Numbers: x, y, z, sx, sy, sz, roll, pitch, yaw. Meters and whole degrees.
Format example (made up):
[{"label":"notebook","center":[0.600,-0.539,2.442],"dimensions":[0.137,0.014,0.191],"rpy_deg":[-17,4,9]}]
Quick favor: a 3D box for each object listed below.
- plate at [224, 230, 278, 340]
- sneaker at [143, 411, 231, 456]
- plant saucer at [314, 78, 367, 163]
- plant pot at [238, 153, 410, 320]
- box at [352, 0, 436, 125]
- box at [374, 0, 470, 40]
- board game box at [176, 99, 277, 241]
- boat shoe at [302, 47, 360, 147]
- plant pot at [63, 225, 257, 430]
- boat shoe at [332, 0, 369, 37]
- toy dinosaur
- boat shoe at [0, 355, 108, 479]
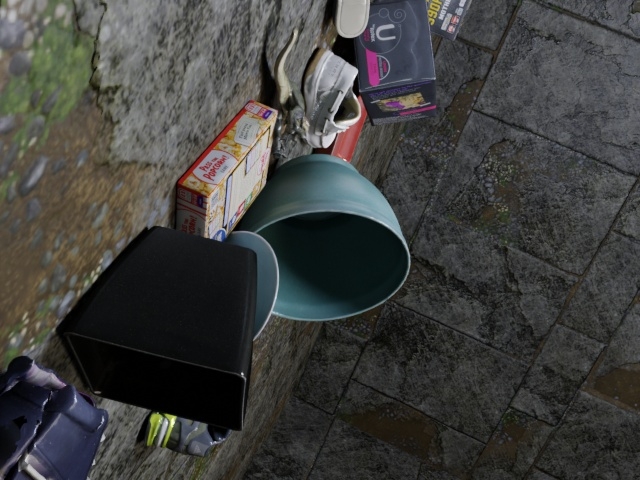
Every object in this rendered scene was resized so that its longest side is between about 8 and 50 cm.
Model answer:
[{"label":"plate","center":[-0.126,0.077,0.952],"dimensions":[0.024,0.188,0.188],"rpy_deg":[33,80,-47]},{"label":"sneaker","center":[-0.210,0.313,1.282],"dimensions":[0.111,0.121,0.300],"rpy_deg":[-68,172,18]},{"label":"plant saucer","center":[0.043,-0.237,1.573],"dimensions":[0.259,0.048,0.258],"rpy_deg":[-56,168,-54]},{"label":"plant pot","center":[-0.004,-0.023,1.201],"dimensions":[0.293,0.293,0.196],"rpy_deg":[106,-15,-48]},{"label":"box","center":[0.146,-0.339,1.357],"dimensions":[0.270,0.144,0.165],"rpy_deg":[30,54,-80]},{"label":"box","center":[0.230,-0.541,1.389],"dimensions":[0.056,0.183,0.231],"rpy_deg":[-51,164,-66]},{"label":"board game box","center":[-0.126,-0.075,0.938],"dimensions":[0.146,0.045,0.193],"rpy_deg":[106,12,-47]},{"label":"boat shoe","center":[0.024,-0.234,1.265],"dimensions":[0.277,0.096,0.098],"rpy_deg":[89,26,-73]},{"label":"plant pot","center":[-0.156,0.094,0.805],"dimensions":[0.187,0.188,0.166],"rpy_deg":[102,3,-58]},{"label":"boat shoe","center":[0.054,-0.423,1.087],"dimensions":[0.206,0.075,0.065],"rpy_deg":[103,-21,-45]},{"label":"toy dinosaur","center":[-0.048,-0.188,1.006],"dimensions":[0.268,0.064,0.118],"rpy_deg":[96,-3,-78]},{"label":"boat shoe","center":[-0.258,0.232,0.673],"dimensions":[0.158,0.127,0.340],"rpy_deg":[-53,167,-25]}]
